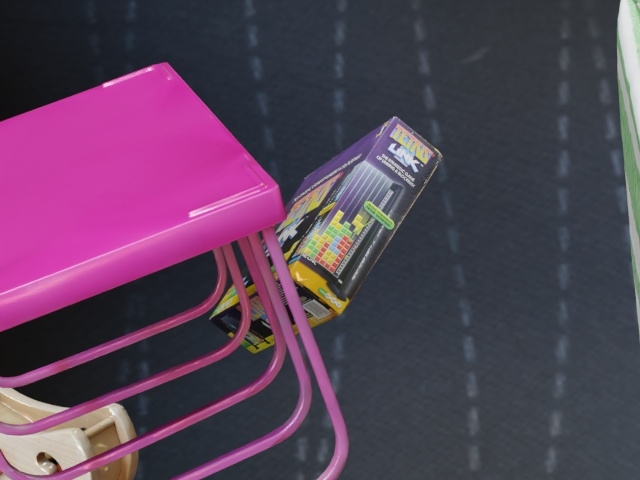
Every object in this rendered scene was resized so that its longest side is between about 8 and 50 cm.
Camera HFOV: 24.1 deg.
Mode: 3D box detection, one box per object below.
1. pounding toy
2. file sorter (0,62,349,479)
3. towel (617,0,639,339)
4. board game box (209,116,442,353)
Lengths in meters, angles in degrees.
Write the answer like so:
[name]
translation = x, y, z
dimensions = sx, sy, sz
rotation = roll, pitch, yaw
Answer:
[pounding toy]
translation = -0.266, 0.202, 1.287
dimensions = 0.269, 0.154, 0.155
rotation = 36, 25, 14
[file sorter]
translation = -0.127, 0.042, 0.862
dimensions = 0.202, 0.290, 0.182
rotation = -22, 113, -9
[towel]
translation = 0.207, 0.041, 0.871
dimensions = 0.248, 0.038, 0.325
rotation = -84, 164, -57
[board game box]
translation = 0.000, 0.000, 1.052
dimensions = 0.048, 0.170, 0.141
rotation = 37, 66, -11
